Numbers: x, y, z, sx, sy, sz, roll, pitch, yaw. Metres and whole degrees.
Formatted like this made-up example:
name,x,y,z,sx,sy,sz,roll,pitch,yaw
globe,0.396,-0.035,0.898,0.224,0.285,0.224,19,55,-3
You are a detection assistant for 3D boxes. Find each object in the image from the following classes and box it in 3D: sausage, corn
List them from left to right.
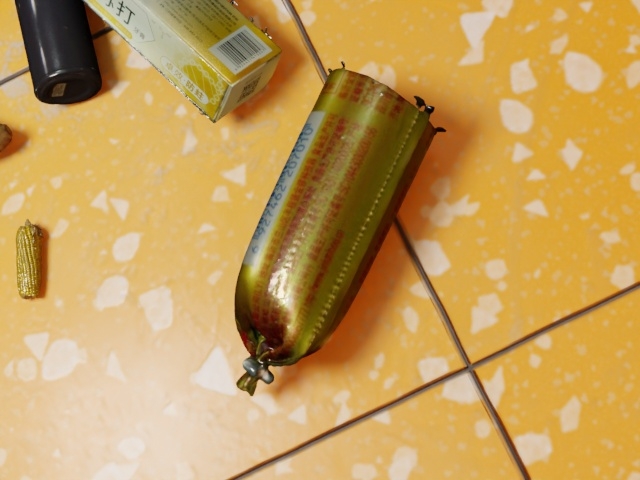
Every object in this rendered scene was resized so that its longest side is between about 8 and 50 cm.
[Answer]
name,x,y,z,sx,sy,sz,roll,pitch,yaw
corn,-0.297,0.019,1.106,0.028,0.027,0.083,-10,76,21
sausage,0.002,0.001,1.013,0.125,0.117,0.317,20,81,29

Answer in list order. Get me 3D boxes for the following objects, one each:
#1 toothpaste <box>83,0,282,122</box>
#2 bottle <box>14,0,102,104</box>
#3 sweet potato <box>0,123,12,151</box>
name,x,y,z,sx,sy,sz,roll,pitch,yaw
toothpaste,-0.183,-0.258,1.096,0.313,0.071,0.089,43,55,7
bottle,-0.290,-0.267,1.156,0.082,0.072,0.244,-6,70,-35
sweet potato,-0.469,-0.111,1.137,0.292,0.097,0.097,-10,74,6
